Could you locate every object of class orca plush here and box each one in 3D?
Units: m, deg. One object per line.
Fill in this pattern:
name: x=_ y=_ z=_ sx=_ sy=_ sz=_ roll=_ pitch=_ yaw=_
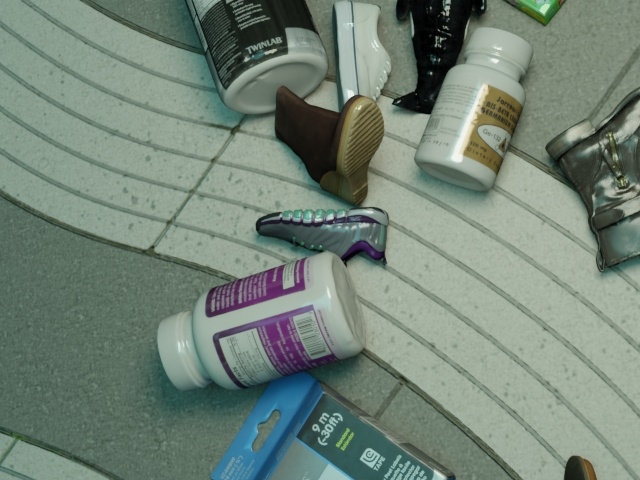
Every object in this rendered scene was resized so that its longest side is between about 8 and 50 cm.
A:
orca plush: x=0.168 y=-0.354 z=1.425 sx=0.151 sy=0.102 sz=0.287 roll=24 pitch=98 yaw=23

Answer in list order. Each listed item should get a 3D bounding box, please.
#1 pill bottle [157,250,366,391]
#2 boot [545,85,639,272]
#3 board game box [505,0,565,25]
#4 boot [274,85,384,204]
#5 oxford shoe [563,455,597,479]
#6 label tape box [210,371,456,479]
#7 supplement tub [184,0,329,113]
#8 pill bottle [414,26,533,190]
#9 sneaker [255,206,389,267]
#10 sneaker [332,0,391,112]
pill bottle: x=-0.094 y=0.138 z=1.394 sx=0.302 sy=0.169 sz=0.169 roll=-18 pitch=74 yaw=13
boot: x=0.486 y=-0.098 z=1.318 sx=0.263 sy=0.091 sz=0.229 roll=-31 pitch=77 yaw=13
board game box: x=0.309 y=-0.526 z=1.471 sx=0.317 sy=0.046 sz=0.213 roll=39 pitch=93 yaw=20
boot: x=-0.003 y=-0.180 z=1.398 sx=0.090 sy=0.248 sz=0.207 roll=-37 pitch=66 yaw=-23
oxford shoe: x=0.399 y=0.407 z=1.251 sx=0.076 sy=0.076 sz=0.212 roll=-7 pitch=72 yaw=-15
label tape box: x=-0.002 y=0.363 z=1.353 sx=0.334 sy=0.106 sz=0.240 roll=32 pitch=89 yaw=20
supplement tub: x=-0.123 y=-0.390 z=1.498 sx=0.194 sy=0.193 sz=0.316 roll=-23 pitch=73 yaw=11
pill bottle: x=0.244 y=-0.204 z=1.379 sx=0.131 sy=0.131 sz=0.229 roll=20 pitch=85 yaw=20
sneaker: x=0.000 y=0.000 z=1.441 sx=0.224 sy=0.083 sz=0.098 roll=-3 pitch=83 yaw=16
sneaker: x=0.074 y=-0.276 z=1.470 sx=0.091 sy=0.094 sz=0.258 roll=-3 pitch=86 yaw=-4
